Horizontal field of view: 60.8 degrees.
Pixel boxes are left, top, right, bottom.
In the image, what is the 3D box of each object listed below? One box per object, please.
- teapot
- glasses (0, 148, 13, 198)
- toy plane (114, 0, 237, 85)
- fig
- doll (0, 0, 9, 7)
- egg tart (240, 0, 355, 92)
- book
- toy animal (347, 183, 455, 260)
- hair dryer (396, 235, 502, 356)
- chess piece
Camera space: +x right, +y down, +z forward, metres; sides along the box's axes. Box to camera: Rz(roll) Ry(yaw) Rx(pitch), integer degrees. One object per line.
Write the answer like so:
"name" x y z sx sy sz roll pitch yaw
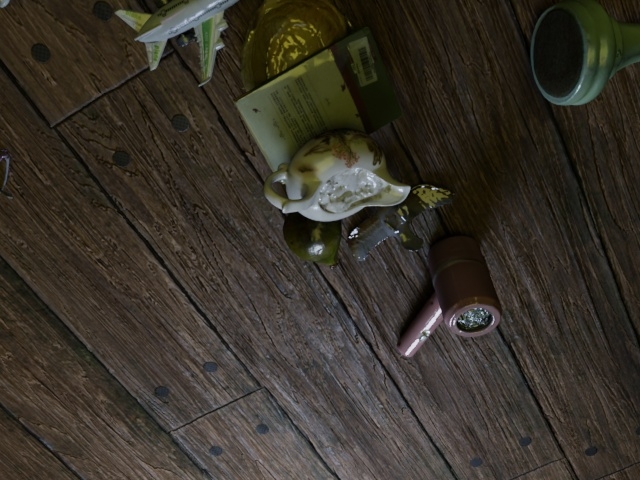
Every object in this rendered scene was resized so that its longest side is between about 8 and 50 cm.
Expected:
"teapot" 0.026 -0.115 1.057 0.298 0.139 0.204 -11 142 -23
"glasses" -0.709 -0.131 1.168 0.140 0.062 0.103 -14 137 4
"toy plane" -0.238 -0.430 1.008 0.255 0.101 0.251 -27 113 5
"fig" 0.003 0.003 1.209 0.133 0.126 0.185 -35 108 -1
"doll" -0.585 -0.501 0.961 0.241 0.098 0.135 18 152 -9
"egg tart" -0.046 -0.356 1.057 0.252 0.098 0.232 -37 115 10
"book" 0.002 -0.257 1.061 0.289 0.026 0.201 -28 123 0
"toy animal" 0.157 -0.070 1.179 0.273 0.160 0.197 -33 111 5
"hair dryer" 0.276 0.181 1.275 0.125 0.210 0.352 15 128 -15
"chess piece" 0.580 -0.373 1.035 0.299 0.194 0.194 -11 115 -8
